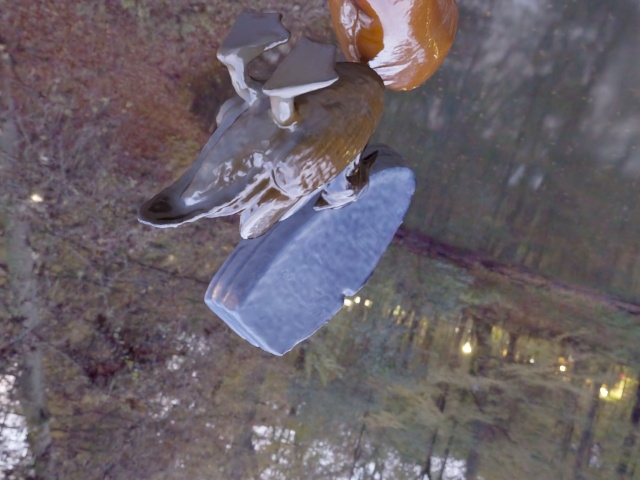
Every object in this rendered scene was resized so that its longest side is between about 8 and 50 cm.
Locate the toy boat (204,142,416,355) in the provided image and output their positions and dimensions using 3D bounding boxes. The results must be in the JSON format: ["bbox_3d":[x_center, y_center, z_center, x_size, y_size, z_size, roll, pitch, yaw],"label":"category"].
[{"bbox_3d":[0.000,0.000,0.714,0.127,0.283,0.078,48,172,-33],"label":"toy boat"}]

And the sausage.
[{"bbox_3d":[0.046,-0.166,0.433,0.089,0.089,0.179,16,173,21],"label":"sausage"}]

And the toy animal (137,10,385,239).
[{"bbox_3d":[-0.029,-0.050,0.422,0.089,0.188,0.179,44,165,30],"label":"toy animal"}]
